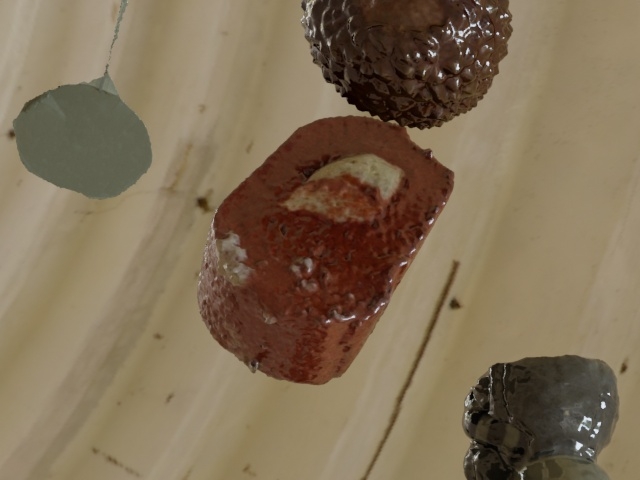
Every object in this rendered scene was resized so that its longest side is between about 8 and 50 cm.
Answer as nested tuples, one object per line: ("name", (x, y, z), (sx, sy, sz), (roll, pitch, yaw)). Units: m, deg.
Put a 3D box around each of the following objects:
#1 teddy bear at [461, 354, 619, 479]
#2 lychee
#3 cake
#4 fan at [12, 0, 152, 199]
("teddy bear", (0.187, 0.216, 0.888), (0.171, 0.251, 0.144), (26, -40, -22))
("lychee", (0.079, -0.187, 0.850), (0.188, 0.188, 0.188), (14, -66, 35))
("cake", (0.000, 0.000, 0.960), (0.177, 0.283, 0.151), (31, -36, 6))
("fan", (-0.279, -0.176, 1.251), (0.182, 0.010, 0.310), (19, -52, -13))
